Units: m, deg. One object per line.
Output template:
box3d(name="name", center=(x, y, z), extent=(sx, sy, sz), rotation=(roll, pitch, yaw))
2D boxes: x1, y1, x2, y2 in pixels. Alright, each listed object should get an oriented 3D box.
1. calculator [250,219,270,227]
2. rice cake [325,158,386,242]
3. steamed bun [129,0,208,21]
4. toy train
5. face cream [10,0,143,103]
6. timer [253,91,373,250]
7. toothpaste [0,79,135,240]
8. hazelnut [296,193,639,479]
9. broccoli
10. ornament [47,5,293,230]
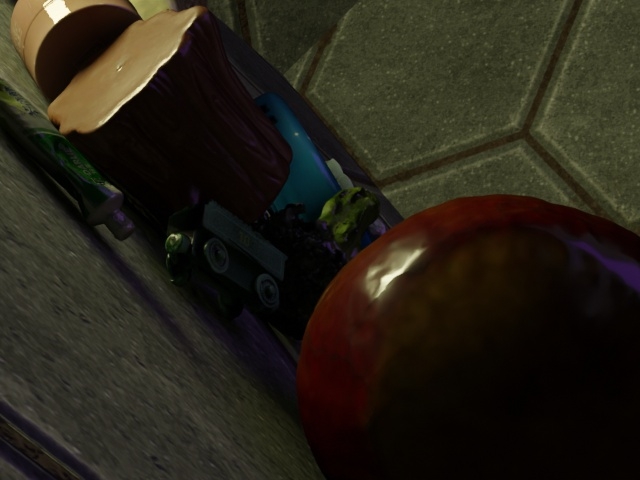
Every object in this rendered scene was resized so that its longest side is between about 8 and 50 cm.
box3d(name="calculator", center=(-0.148, -0.072, 2.137), extent=(0.295, 0.042, 0.184), rotation=(47, 7, 26))
box3d(name="rice cake", center=(0.034, -0.021, 2.499), extent=(0.189, 0.037, 0.198), rotation=(51, -28, 25))
box3d(name="steamed bun", center=(-0.270, -0.306, 2.126), extent=(0.276, 0.203, 0.289), rotation=(51, 15, -51))
box3d(name="toy train", center=(-0.102, 0.020, 1.667), extent=(0.172, 0.070, 0.099), rotation=(38, 47, -44))
box3d(name="face cream", center=(-0.285, -0.239, 1.839), extent=(0.149, 0.149, 0.104), rotation=(39, 10, -44))
box3d(name="timer", center=(-0.011, -0.042, 2.255), extent=(0.340, 0.115, 0.309), rotation=(60, -2, -33))
box3d(name="toothpaste", center=(-0.276, -0.094, 1.544), extent=(0.248, 0.047, 0.078), rotation=(45, 5, 9))
box3d(name="hazelnut", center=(0.193, 0.130, 1.521), extent=(0.429, 0.402, 0.402), rotation=(7, 11, -1))
box3d(name="broccoli", center=(0.007, -0.001, 1.949), extent=(0.165, 0.145, 0.304), rotation=(42, 29, 1))
box3d(name="ornament", center=(-0.158, -0.117, 1.736), extent=(0.217, 0.235, 0.221), rotation=(48, 22, -28))
